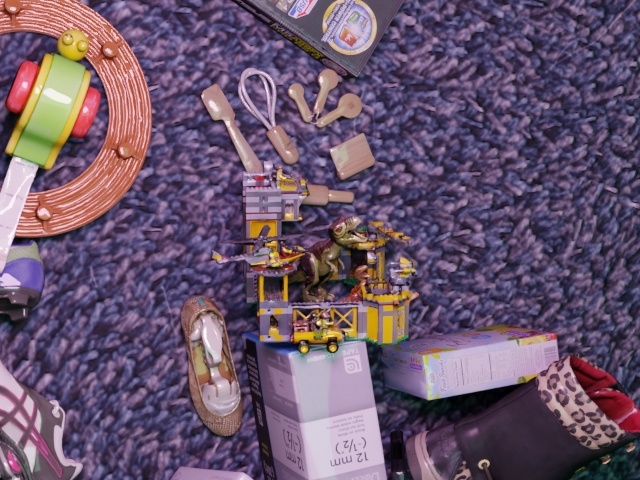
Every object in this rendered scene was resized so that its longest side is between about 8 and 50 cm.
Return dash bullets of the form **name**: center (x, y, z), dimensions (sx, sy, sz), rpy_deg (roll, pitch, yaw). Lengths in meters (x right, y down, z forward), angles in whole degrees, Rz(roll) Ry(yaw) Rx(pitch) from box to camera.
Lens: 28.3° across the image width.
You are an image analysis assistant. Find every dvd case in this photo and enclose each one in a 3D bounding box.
- **dvd case**: center (0.114, 0.378, 1.769), dimensions (0.022, 0.253, 0.180), rpy_deg (-5, 93, 4)

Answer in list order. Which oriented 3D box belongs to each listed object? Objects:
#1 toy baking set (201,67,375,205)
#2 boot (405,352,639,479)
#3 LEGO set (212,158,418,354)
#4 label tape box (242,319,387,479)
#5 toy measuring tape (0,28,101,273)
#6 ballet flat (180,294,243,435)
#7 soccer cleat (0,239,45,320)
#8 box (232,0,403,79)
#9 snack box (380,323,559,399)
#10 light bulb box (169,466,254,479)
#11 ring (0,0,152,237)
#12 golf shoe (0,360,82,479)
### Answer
- **toy baking set**: center (-0.046, -0.147, 1.811), dimensions (0.256, 0.030, 0.196), rpy_deg (-1, 90, -18)
- **boot**: center (0.337, 0.325, 1.805), dimensions (0.284, 0.138, 0.377), rpy_deg (-38, 121, 23)
- **LEGO set**: center (0.000, 0.000, 1.678), dimensions (0.255, 0.331, 0.192), rpy_deg (1, 108, 2)
- **label tape box**: center (-0.003, 0.296, 1.724), dimensions (0.115, 0.249, 0.347), rpy_deg (-8, 95, -18)
- **toy measuring tape**: center (-0.359, -0.121, 1.605), dimensions (0.121, 0.121, 0.330), rpy_deg (22, 77, -17)
- **ballet flat**: center (-0.150, 0.179, 1.768), dimensions (0.073, 0.067, 0.206), rpy_deg (-18, 98, -16)
- **soccer cleat**: center (-0.506, 0.037, 1.653), dimensions (0.289, 0.093, 0.121), rpy_deg (5, 60, -14)
- **box**: center (0.026, -0.400, 1.805), dimensions (0.216, 0.060, 0.270), rpy_deg (34, 82, -16)
- **snack box**: center (0.212, 0.172, 1.827), dimensions (0.207, 0.174, 0.070), rpy_deg (-9, 93, -18)
- **light bulb box**: center (-0.121, 0.547, 1.665), dimensions (0.358, 0.225, 0.361), rpy_deg (44, 65, -16)
- **ring**: center (-0.386, -0.172, 1.680), dimensions (0.337, 0.032, 0.336), rpy_deg (1, 85, -19)
- **golf shoe**: center (-0.412, 0.222, 1.683), dimensions (0.120, 0.105, 0.272), rpy_deg (-24, 106, -31)
